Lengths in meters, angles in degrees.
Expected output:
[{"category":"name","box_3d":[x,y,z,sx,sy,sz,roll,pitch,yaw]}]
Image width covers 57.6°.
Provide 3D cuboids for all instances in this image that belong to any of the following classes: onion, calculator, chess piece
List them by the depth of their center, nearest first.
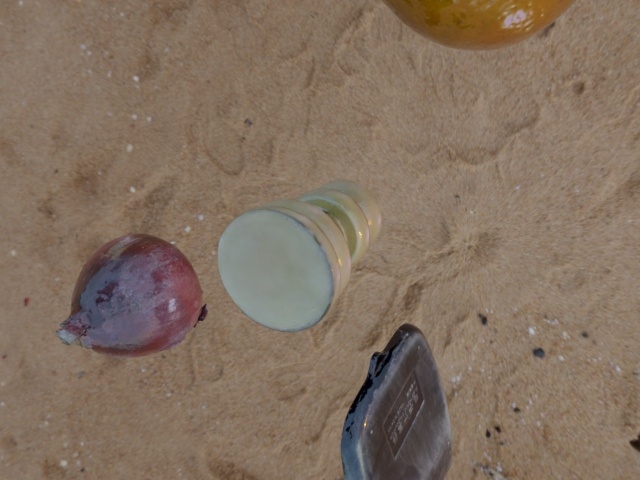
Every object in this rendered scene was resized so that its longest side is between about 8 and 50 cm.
[{"category":"chess piece","box_3d":[0.000,0.000,0.476,0.094,0.170,0.094,7,109,22]},{"category":"calculator","box_3d":[0.081,0.207,0.591,0.040,0.177,0.268,6,132,34]},{"category":"onion","box_3d":[-0.246,0.080,0.729,0.159,0.195,0.159,15,119,28]}]

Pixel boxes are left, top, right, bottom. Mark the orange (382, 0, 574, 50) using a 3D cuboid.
[{"category":"orange","box_3d":[0.122,-0.258,0.424,0.171,0.240,0.240,-13,86,43]}]
